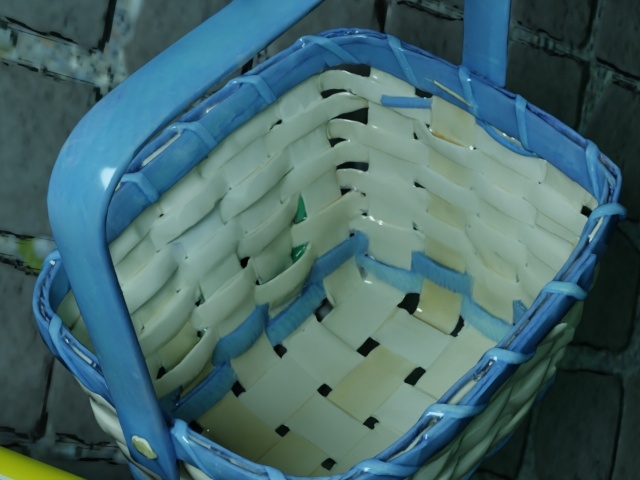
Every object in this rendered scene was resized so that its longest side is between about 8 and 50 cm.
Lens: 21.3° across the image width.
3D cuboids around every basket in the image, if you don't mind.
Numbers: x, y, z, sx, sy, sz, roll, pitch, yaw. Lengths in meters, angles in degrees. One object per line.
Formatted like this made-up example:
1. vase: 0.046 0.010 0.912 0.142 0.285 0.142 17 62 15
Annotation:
1. basket: 0.000 0.000 0.702 0.255 0.201 0.289 -42 151 -31

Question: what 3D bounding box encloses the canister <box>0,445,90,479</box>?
1. canister: -0.144 0.130 0.625 0.073 0.170 0.126 76 34 -70
